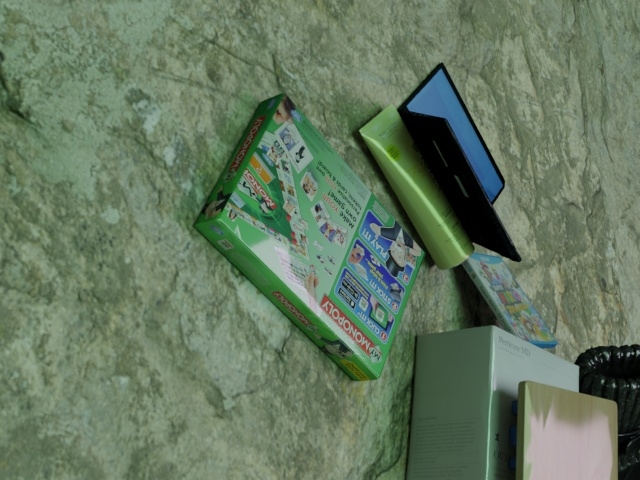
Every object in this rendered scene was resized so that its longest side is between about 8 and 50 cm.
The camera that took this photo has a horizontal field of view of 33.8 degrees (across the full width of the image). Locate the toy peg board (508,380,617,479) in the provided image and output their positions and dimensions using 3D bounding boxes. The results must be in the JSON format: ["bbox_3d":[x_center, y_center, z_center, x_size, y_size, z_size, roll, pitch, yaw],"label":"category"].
[{"bbox_3d":[0.298,0.279,1.362,0.161,0.079,0.161,16,68,-27],"label":"toy peg board"}]

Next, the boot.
[{"bbox_3d":[0.497,0.278,1.653,0.348,0.131,0.260,-13,116,-48],"label":"boot"}]

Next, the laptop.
[{"bbox_3d":[0.228,-0.122,1.534,0.137,0.264,0.234,-35,109,-8],"label":"laptop"}]

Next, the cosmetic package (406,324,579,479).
[{"bbox_3d":[0.244,0.258,1.454,0.224,0.138,0.224,25,61,-41],"label":"cosmetic package"}]

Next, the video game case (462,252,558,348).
[{"bbox_3d":[0.278,0.088,1.560,0.119,0.015,0.166,8,44,-51],"label":"video game case"}]

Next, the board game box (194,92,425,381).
[{"bbox_3d":[0.000,0.000,1.323,0.317,0.046,0.213,47,50,-29],"label":"board game box"}]

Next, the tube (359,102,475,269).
[{"bbox_3d":[0.136,-0.072,1.485,0.240,0.062,0.070,59,4,-11],"label":"tube"}]
